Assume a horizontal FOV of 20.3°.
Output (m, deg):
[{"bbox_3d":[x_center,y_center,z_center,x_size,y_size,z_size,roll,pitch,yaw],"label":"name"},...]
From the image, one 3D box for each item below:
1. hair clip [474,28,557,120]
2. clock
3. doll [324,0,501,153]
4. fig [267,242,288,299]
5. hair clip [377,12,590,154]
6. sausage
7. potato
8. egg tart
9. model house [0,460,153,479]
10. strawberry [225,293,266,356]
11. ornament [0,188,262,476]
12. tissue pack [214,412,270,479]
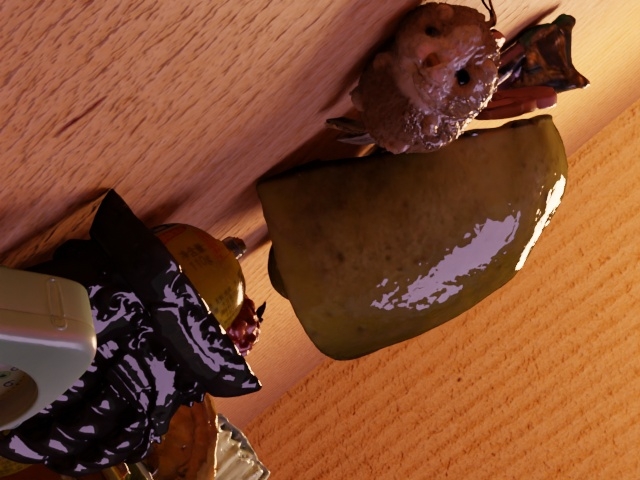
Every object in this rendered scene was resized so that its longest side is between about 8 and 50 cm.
[{"bbox_3d":[0.163,-0.144,1.886,0.138,0.102,0.123,-40,168,30],"label":"hair clip"},{"bbox_3d":[-0.273,0.092,1.285,0.159,0.066,0.211,13,142,-38],"label":"clock"},{"bbox_3d":[0.089,-0.132,1.606,0.115,0.105,0.221,-39,174,-38],"label":"doll"},{"bbox_3d":[0.000,0.000,2.104,0.123,0.123,0.156,-29,131,-45],"label":"fig"},{"bbox_3d":[0.153,-0.138,2.076,0.359,0.095,0.110,-31,-151,24],"label":"hair clip"},{"bbox_3d":[-0.204,0.092,1.575,0.347,0.123,0.123,-35,172,-20],"label":"sausage"},{"bbox_3d":[0.133,-0.007,1.870,0.280,0.212,0.330,-14,-179,20],"label":"potato"},{"bbox_3d":[-0.250,0.234,1.948,0.291,0.291,0.107,-37,140,1],"label":"egg tart"},{"bbox_3d":[-0.236,0.326,1.686,0.242,0.357,0.313,-33,-164,-7],"label":"model house"},{"bbox_3d":[-0.173,0.097,1.885,0.236,0.106,0.175,-29,-152,-35],"label":"strawberry"},{"bbox_3d":[-0.208,0.108,1.442,0.260,0.106,0.251,-36,136,-3],"label":"ornament"},{"bbox_3d":[-0.273,0.367,2.334,0.287,0.162,0.388,-50,-165,-28],"label":"tissue pack"}]
